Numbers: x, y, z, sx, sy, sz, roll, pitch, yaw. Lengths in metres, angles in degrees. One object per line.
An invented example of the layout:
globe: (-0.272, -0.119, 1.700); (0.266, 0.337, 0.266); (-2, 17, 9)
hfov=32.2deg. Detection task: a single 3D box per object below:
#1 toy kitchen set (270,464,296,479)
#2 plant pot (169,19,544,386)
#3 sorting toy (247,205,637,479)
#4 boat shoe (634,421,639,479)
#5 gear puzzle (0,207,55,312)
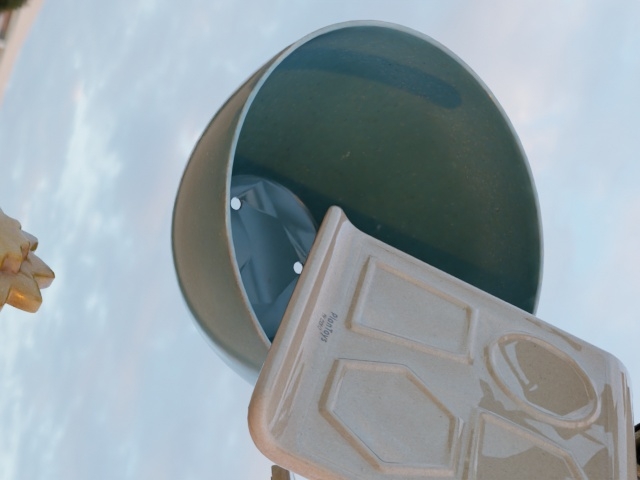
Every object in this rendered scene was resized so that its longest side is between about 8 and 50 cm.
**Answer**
toy kitchen set: (-0.056, 0.229, 0.941); (0.068, 0.075, 0.083); (79, 3, -48)
plant pot: (0.000, 0.000, 0.847); (0.195, 0.290, 0.290); (-12, -115, 52)
sorting toy: (0.071, 0.085, 0.559); (0.038, 0.208, 0.193); (-57, -174, 33)
boat shoe: (0.364, 0.235, 1.181); (0.285, 0.092, 0.103); (118, -14, -51)
gear puzzle: (-0.205, 0.016, 0.404); (0.175, 0.339, 0.044); (44, -70, 15)
